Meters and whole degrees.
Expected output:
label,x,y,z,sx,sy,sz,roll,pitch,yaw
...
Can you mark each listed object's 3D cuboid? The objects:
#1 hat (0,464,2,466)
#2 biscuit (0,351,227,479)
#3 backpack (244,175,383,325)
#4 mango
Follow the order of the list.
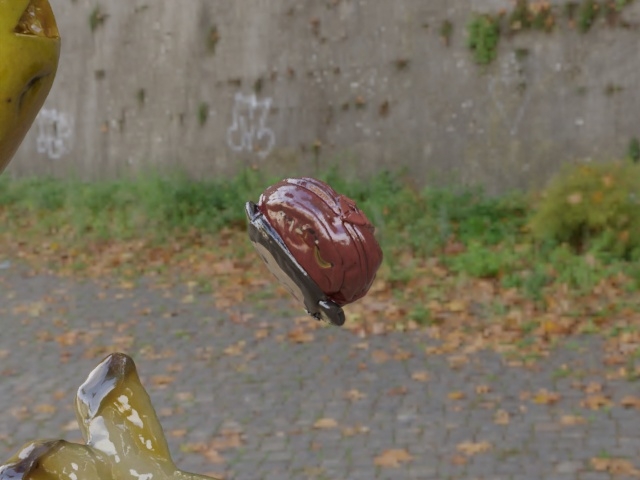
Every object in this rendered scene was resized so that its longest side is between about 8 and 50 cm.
label,x,y,z,sx,sy,sz,roll,pitch,yaw
hat,-0.450,0.382,1.344,0.140,0.227,0.129,12,-33,-23
biscuit,-0.138,0.207,0.850,0.164,0.208,0.047,-49,7,-38
backpack,-0.002,0.001,1.504,0.139,0.229,0.229,-38,21,-22
mango,-0.481,-0.215,1.409,0.253,0.365,0.182,15,25,-5
